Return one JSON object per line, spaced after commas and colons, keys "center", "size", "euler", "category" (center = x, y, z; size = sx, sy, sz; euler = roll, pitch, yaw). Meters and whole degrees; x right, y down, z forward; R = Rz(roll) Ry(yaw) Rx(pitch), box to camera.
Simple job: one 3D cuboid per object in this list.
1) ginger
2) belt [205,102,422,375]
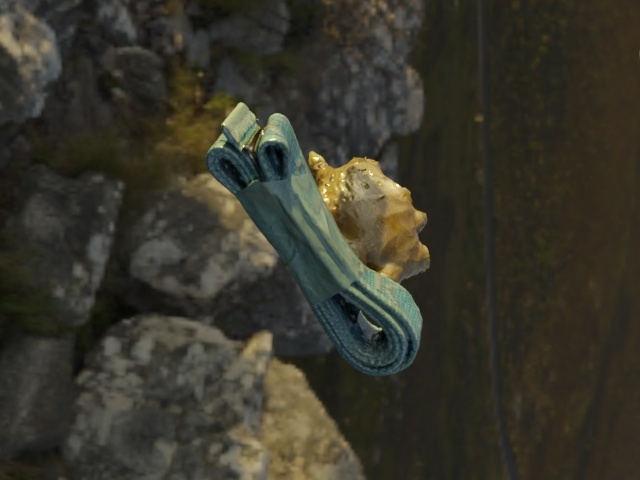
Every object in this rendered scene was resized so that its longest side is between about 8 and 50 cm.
{"center": [0.048, -0.027, 1.539], "size": [0.157, 0.216, 0.102], "euler": [-31, 166, -18], "category": "ginger"}
{"center": [0.000, 0.000, 1.158], "size": [0.302, 0.087, 0.072], "euler": [55, 31, -17], "category": "belt"}
